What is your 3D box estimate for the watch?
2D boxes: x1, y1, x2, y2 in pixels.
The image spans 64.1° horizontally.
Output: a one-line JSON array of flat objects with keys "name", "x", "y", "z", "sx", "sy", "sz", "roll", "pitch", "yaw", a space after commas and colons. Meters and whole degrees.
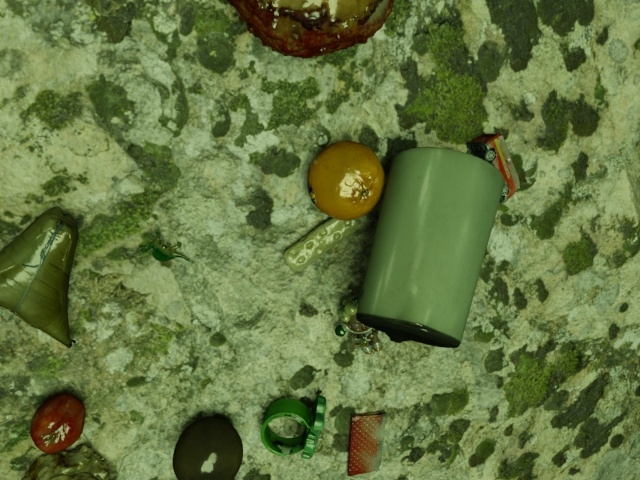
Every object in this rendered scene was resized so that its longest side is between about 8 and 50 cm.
[{"name": "watch", "x": -0.071, "y": 0.465, "z": 1.316, "sx": 0.152, "sy": 0.131, "sz": 0.165, "roll": 13, "pitch": 108, "yaw": 0}]

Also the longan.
[{"name": "longan", "x": -0.274, "y": 0.527, "z": 1.246, "sx": 0.168, "sy": 0.167, "sz": 0.187, "roll": 5, "pitch": 114, "yaw": -17}]

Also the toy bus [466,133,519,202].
[{"name": "toy bus", "x": 0.433, "y": -0.181, "z": 1.264, "sx": 0.077, "sy": 0.079, "sz": 0.174, "roll": -36, "pitch": 113, "yaw": -13}]

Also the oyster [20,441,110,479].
[{"name": "oyster", "x": -0.578, "y": 0.660, "z": 1.216, "sx": 0.198, "sy": 0.133, "sz": 0.336, "roll": -19, "pitch": 101, "yaw": 9}]

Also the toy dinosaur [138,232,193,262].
[{"name": "toy dinosaur", "x": -0.343, "y": 0.027, "z": 1.147, "sx": 0.120, "sy": 0.029, "sz": 0.060, "roll": 29, "pitch": 113, "yaw": -27}]

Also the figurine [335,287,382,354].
[{"name": "figurine", "x": 0.108, "y": 0.213, "z": 1.287, "sx": 0.147, "sy": 0.093, "sz": 0.197, "roll": -21, "pitch": 112, "yaw": 3}]

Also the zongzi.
[{"name": "zongzi", "x": -0.543, "y": 0.086, "z": 1.064, "sx": 0.228, "sy": 0.115, "sz": 0.256, "roll": -43, "pitch": 119, "yaw": -4}]

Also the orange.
[{"name": "orange", "x": 0.057, "y": -0.132, "z": 1.137, "sx": 0.178, "sy": 0.155, "sz": 0.177, "roll": -1, "pitch": 95, "yaw": -11}]

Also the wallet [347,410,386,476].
[{"name": "wallet", "x": 0.129, "y": 0.574, "z": 1.444, "sx": 0.103, "sy": 0.020, "sz": 0.196, "roll": -1, "pitch": 107, "yaw": -15}]

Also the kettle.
[{"name": "kettle", "x": 0.225, "y": 0.035, "z": 1.141, "sx": 0.250, "sy": 0.361, "sz": 0.376, "roll": 16, "pitch": 77, "yaw": 2}]

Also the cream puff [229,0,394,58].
[{"name": "cream puff", "x": -0.015, "y": -0.499, "z": 0.958, "sx": 0.351, "sy": 0.228, "sz": 0.350, "roll": 0, "pitch": 88, "yaw": 1}]

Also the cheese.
[{"name": "cheese", "x": 0.000, "y": 0.000, "z": 1.218, "sx": 0.194, "sy": 0.043, "sz": 0.065, "roll": -34, "pitch": 114, "yaw": -2}]

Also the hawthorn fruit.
[{"name": "hawthorn fruit", "x": -0.589, "y": 0.410, "z": 1.147, "sx": 0.128, "sy": 0.128, "sz": 0.128, "roll": -4, "pitch": 108, "yaw": -14}]
